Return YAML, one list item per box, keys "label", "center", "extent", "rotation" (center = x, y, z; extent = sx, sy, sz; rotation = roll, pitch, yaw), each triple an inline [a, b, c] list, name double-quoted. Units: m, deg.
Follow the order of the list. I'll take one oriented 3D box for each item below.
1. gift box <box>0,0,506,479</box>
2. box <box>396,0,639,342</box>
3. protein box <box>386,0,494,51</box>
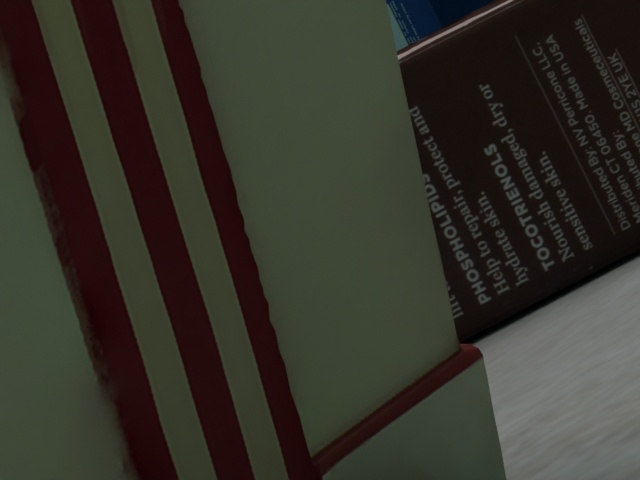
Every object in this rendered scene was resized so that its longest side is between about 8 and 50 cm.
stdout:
- label: "gift box"
  center: [-0.107, 0.027, 0.449]
  extent: [0.276, 0.258, 0.255]
  rotation: [5, 25, 44]
- label: "box"
  center: [0.000, 0.000, 0.862]
  extent: [0.381, 0.143, 0.191]
  rotation: [-26, 4, -3]
- label: "protein box"
  center: [0.090, -0.131, 1.457]
  extent: [0.136, 0.200, 0.201]
  rotation: [-31, 5, -41]
